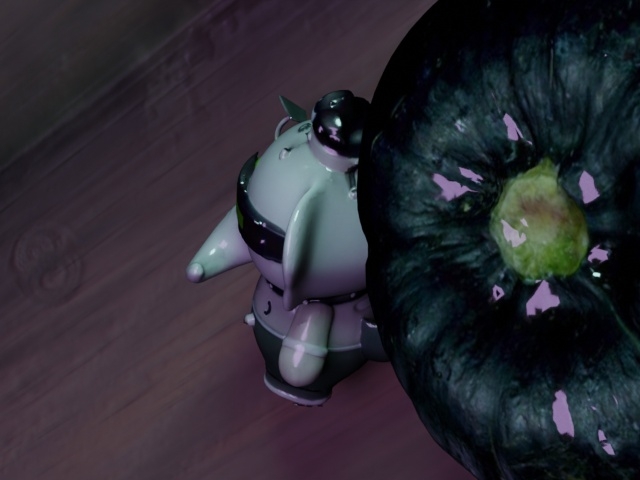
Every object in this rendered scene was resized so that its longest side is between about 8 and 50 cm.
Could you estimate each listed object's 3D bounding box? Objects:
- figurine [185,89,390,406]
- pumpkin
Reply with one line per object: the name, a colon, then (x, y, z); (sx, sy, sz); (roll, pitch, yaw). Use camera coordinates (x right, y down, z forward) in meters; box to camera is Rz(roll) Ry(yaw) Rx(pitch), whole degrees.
figurine: (0.000, 0.000, 1.012); (0.126, 0.147, 0.192); (22, 129, 13)
pumpkin: (0.173, -0.012, 0.820); (0.315, 0.238, 0.315); (-11, 76, 50)
